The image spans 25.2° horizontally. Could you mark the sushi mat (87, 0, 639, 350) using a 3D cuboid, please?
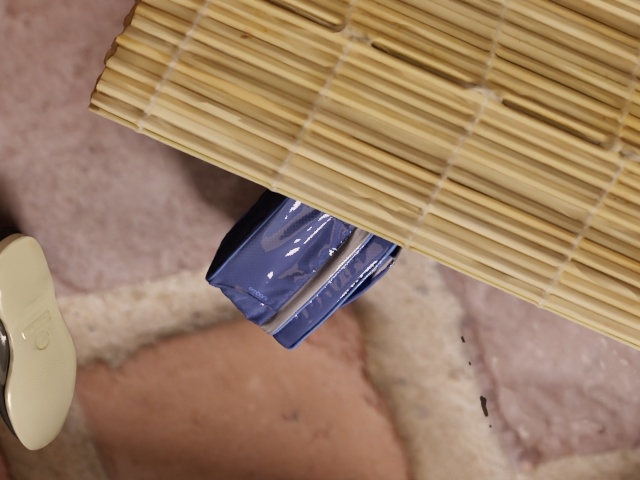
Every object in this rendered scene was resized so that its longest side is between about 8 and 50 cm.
[{"bbox_3d":[0.067,-0.065,0.642,0.316,0.019,0.151,23,86,-3],"label":"sushi mat"}]

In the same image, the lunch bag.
[{"bbox_3d":[0.000,0.000,0.690,0.065,0.067,0.098,40,113,-11],"label":"lunch bag"}]

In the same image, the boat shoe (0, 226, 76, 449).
[{"bbox_3d":[-0.162,0.051,0.754,0.042,0.049,0.133,16,127,32],"label":"boat shoe"}]
